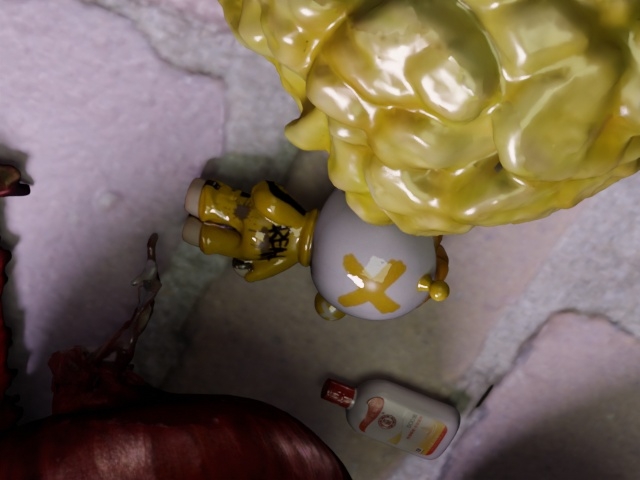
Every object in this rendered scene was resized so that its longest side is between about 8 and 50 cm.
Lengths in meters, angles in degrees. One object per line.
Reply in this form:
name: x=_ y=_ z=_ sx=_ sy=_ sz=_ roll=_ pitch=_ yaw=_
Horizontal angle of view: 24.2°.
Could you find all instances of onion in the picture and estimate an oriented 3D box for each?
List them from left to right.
onion: x=-0.114 y=0.153 z=0.829 sx=0.273 sy=0.285 sz=0.273 roll=-12 pitch=162 yaw=-4

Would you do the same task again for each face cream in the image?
face cream: x=0.040 y=0.103 z=0.889 sx=0.083 sy=0.021 sz=0.040 roll=22 pitch=119 yaw=-13

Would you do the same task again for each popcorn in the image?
popcorn: x=0.075 y=-0.107 z=0.650 sx=0.217 sy=0.235 sz=0.181 roll=-29 pitch=108 yaw=-3

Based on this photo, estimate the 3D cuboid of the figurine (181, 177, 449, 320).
figurine: x=-0.001 y=-0.004 z=0.798 sx=0.143 sy=0.068 sz=0.101 roll=33 pitch=122 yaw=-5

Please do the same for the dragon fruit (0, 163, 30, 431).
dragon fruit: x=-0.309 y=0.108 z=0.850 sx=0.282 sy=0.100 sz=0.343 roll=5 pitch=121 yaw=2
